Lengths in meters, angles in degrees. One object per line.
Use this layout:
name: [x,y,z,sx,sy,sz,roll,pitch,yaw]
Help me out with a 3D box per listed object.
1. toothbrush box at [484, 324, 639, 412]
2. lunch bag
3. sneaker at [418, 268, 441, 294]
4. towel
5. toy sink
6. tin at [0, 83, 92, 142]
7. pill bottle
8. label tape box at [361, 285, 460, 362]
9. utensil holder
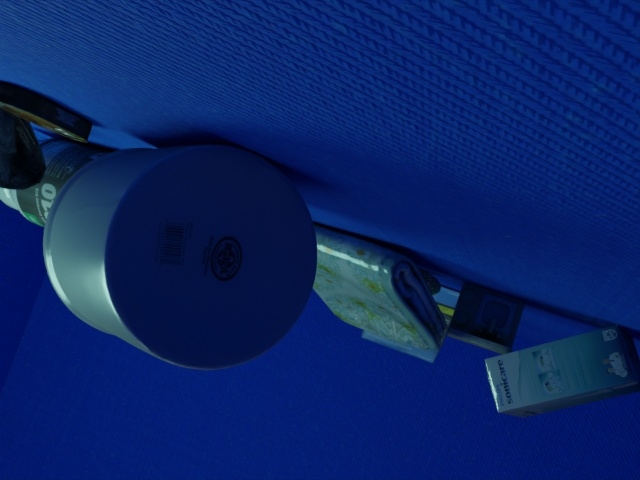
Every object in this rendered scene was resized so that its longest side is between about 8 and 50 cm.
toothbrush box: [0.543,0.296,1.727,0.295,0.126,0.216,-21,157,24]
lunch bag: [-0.676,-0.203,1.452,0.235,0.169,0.287,17,170,30]
sneaker: [0.235,0.093,1.952,0.166,0.065,0.076,20,-167,36]
towel: [0.098,0.105,1.752,0.320,0.090,0.374,17,155,35]
toy sink: [0.392,0.187,1.864,0.152,0.131,0.234,17,175,13]
tin: [-0.456,-0.209,1.291,0.106,0.040,0.189,22,177,25]
pill bottle: [-0.544,-0.113,1.730,0.361,0.204,0.204,16,174,33]
label tape box: [0.276,0.193,2.321,0.240,0.106,0.334,19,135,5]
utensil holder: [-0.222,0.014,1.199,0.327,0.328,0.385,22,173,-29]
